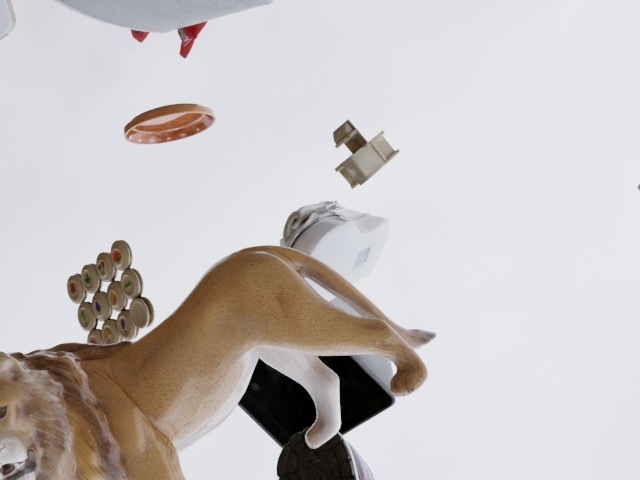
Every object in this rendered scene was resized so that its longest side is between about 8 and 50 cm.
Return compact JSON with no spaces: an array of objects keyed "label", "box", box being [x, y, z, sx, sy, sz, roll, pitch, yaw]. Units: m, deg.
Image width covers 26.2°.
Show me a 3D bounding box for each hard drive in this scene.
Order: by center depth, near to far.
[{"label":"hard drive","box":[-0.152,-0.253,1.315,0.172,0.255,0.054,-11,-95,21]}]

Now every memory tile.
[{"label":"memory tile","box":[-0.252,0.072,1.634,0.148,0.012,0.113,-33,-106,45]}]

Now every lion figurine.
[{"label":"lion figurine","box":[-0.105,0.110,1.105,0.392,0.240,0.142,-39,-176,-24]}]

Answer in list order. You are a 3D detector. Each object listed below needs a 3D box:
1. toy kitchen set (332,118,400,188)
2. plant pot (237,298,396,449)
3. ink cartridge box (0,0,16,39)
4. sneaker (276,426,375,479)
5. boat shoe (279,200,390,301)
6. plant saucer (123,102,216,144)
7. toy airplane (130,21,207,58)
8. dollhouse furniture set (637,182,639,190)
[{"label":"toy kitchen set","box":[0.030,-0.095,1.593,0.083,0.068,0.075,-37,-176,46]},{"label":"plant pot","box":[-0.013,0.157,1.914,0.187,0.188,0.167,-35,-161,26]},{"label":"ink cartridge box","box":[-0.309,-0.170,0.543,0.309,0.271,0.130,-21,-136,-15]},{"label":"sneaker","box":[0.045,0.329,1.375,0.107,0.124,0.283,-23,-125,19]},{"label":"boat shoe","box":[0.000,0.000,1.492,0.267,0.088,0.096,-27,137,-68]},{"label":"plant saucer","box":[-0.136,-0.106,1.229,0.083,0.083,0.013,-22,-103,39]},{"label":"toy airplane","box":[-0.164,-0.270,1.555,0.151,0.028,0.151,-11,-104,52]},{"label":"dollhouse furniture set","box":[0.420,-0.057,1.267,0.262,0.135,0.259,-52,-174,-19]}]
